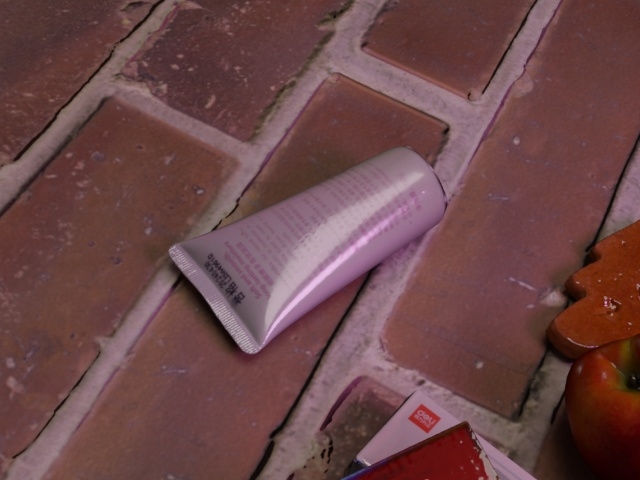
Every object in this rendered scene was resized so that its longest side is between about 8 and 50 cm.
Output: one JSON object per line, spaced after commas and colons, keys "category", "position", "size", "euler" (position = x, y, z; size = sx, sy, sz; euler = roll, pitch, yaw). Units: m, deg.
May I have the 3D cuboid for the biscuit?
{"category": "biscuit", "position": [0.443, 0.089, 1.810], "size": [0.284, 0.043, 0.306], "euler": [13, 47, -2]}

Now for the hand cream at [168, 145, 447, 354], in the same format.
{"category": "hand cream", "position": [0.000, 0.000, 1.743], "size": [0.358, 0.118, 0.185], "euler": [-29, 67, -23]}

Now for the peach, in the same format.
{"category": "peach", "position": [0.401, 0.218, 1.588], "size": [0.243, 0.243, 0.199], "euler": [29, 66, 10]}

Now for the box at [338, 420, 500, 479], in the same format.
{"category": "box", "position": [0.029, 0.316, 1.366], "size": [0.313, 0.197, 0.089], "euler": [-24, 61, -9]}

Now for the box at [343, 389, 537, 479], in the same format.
{"category": "box", "position": [0.166, 0.303, 1.541], "size": [0.269, 0.079, 0.135], "euler": [37, 53, 16]}
